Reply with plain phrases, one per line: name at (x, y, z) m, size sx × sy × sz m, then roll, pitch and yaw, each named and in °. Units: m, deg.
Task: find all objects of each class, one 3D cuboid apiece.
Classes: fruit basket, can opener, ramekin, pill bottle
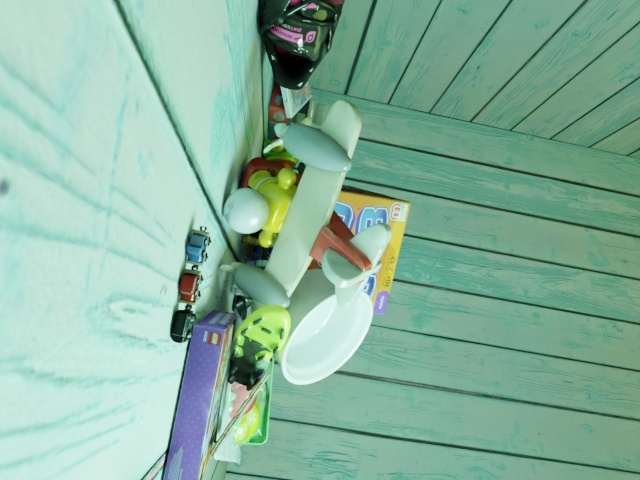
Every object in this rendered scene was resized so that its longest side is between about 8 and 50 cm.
fruit basket at (-0.223, 0.389, 1.049) m, size 0.353 × 0.165 × 0.327 m, roll 80°, pitch 10°, yaw -60°
can opener at (-0.256, 0.211, 1.305) m, size 0.059 × 0.073 × 0.186 m, roll 57°, pitch -26°, yaw 18°
ramekin at (-0.014, 0.205, 1.011) m, size 0.135 × 0.277 × 0.277 m, roll 37°, pitch -55°, yaw 41°
pill bottle at (-0.076, -0.523, 1.634) m, size 0.108 × 0.180 × 0.108 m, roll -170°, pitch -90°, yaw -85°

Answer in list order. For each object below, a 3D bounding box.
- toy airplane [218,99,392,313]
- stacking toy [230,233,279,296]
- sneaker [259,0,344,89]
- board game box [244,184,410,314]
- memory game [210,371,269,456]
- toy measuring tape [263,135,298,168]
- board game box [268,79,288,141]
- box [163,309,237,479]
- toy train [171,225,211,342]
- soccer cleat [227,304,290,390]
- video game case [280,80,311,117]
toy airplane at (-0.055, -0.033, 0.807) m, size 0.384 × 0.272 × 0.386 m, roll -14°, pitch -103°, yaw 50°
stacking toy at (-0.163, 0.063, 1.075) m, size 0.221 × 0.052 × 0.167 m, roll -9°, pitch -113°, yaw 54°
sneaker at (-0.015, -0.448, 0.727) m, size 0.483 × 0.185 × 0.202 m, roll 113°, pitch -18°, yaw -75°
board game box at (0.000, 0.000, 1.279) m, size 0.356 × 0.356 × 0.357 m, roll 30°, pitch -69°, yaw 59°
memory game at (-0.158, 0.341, 0.808) m, size 0.186 × 0.012 × 0.186 m, roll -55°, pitch 174°, yaw -8°
toy measuring tape at (-0.133, -0.273, 1.388) m, size 0.330 × 0.121 × 0.122 m, roll 130°, pitch -30°, yaw -81°
board game box at (-0.118, -0.505, 1.383) m, size 0.242 × 0.064 × 0.317 m, roll 113°, pitch -14°, yaw -70°
box at (-0.215, 0.287, 0.749) m, size 0.201 × 0.057 × 0.294 m, roll 163°, pitch -62°, yaw -83°
toy train at (-0.173, 0.058, 0.538) m, size 0.036 × 0.027 × 0.158 m, roll 14°, pitch 87°, yaw -84°
soccer cleat at (-0.128, 0.203, 0.846) m, size 0.121 × 0.093 × 0.289 m, roll -69°, pitch -175°, yaw -48°
video game case at (-0.077, -0.491, 1.220) m, size 0.201 × 0.023 × 0.184 m, roll -66°, pitch 152°, yaw -50°
